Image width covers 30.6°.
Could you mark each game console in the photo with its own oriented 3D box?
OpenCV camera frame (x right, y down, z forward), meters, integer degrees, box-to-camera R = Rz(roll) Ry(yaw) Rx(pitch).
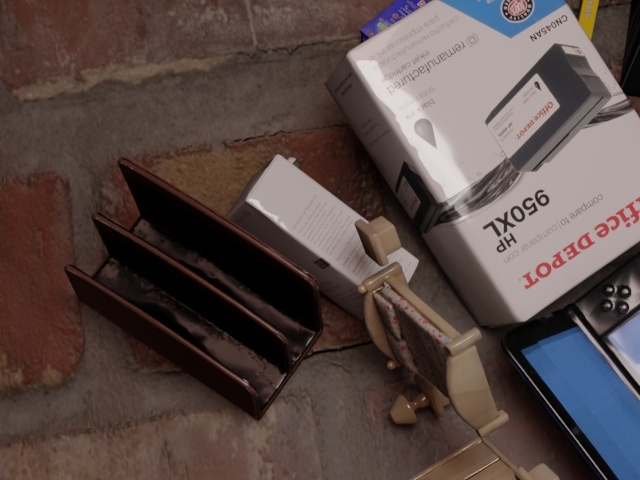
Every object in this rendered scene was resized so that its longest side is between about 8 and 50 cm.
[{"bbox_3d":[0.411,0.165,1.424,0.250,0.173,0.293,-39,71,9],"label":"game console"}]

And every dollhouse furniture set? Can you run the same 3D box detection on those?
[{"bbox_3d":[0.112,0.199,1.320,0.174,0.355,0.303,-30,31,-12],"label":"dollhouse furniture set"}]

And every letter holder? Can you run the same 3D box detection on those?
[{"bbox_3d":[-0.161,0.058,1.465,0.302,0.214,0.152,32,71,13],"label":"letter holder"}]

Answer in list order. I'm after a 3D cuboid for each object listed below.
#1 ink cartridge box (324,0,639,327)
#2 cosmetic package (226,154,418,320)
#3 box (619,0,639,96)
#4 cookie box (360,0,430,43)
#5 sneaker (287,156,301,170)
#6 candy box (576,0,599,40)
[{"bbox_3d":[0.237,-0.126,1.499,0.285,0.166,0.395,-33,91,-11],"label":"ink cartridge box"},{"bbox_3d":[0.000,0.000,1.501,0.231,0.117,0.085,35,70,-8],"label":"cosmetic package"},{"bbox_3d":[0.492,-0.335,1.597,0.103,0.261,0.184,9,68,5],"label":"box"},{"bbox_3d":[0.127,-0.301,1.708,0.107,0.040,0.092,-40,72,-14],"label":"cookie box"},{"bbox_3d":[-0.022,-0.036,1.595,0.065,0.061,0.157,-1,77,-10],"label":"sneaker"},{"bbox_3d":[0.387,-0.341,1.687,0.027,0.105,0.206,12,67,11],"label":"candy box"}]
